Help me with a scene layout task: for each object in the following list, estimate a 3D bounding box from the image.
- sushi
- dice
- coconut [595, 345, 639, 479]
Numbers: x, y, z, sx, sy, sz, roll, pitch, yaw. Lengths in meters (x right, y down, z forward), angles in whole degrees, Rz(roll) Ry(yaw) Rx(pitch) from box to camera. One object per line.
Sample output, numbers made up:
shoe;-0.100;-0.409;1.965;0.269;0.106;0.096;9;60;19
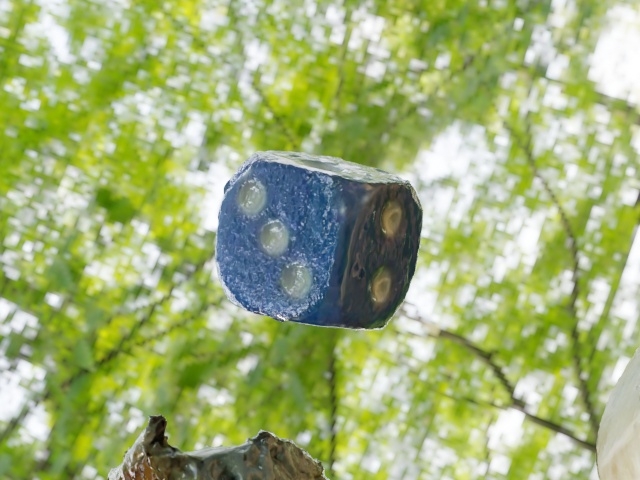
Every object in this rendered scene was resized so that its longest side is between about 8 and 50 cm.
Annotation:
sushi;-0.092;0.268;1.477;0.274;0.184;0.139;33;-142;-52
dice;0.000;0.000;1.421;0.143;0.146;0.146;1;-80;-57
coconut;0.373;0.172;1.118;0.352;0.352;0.353;-38;-42;-44
